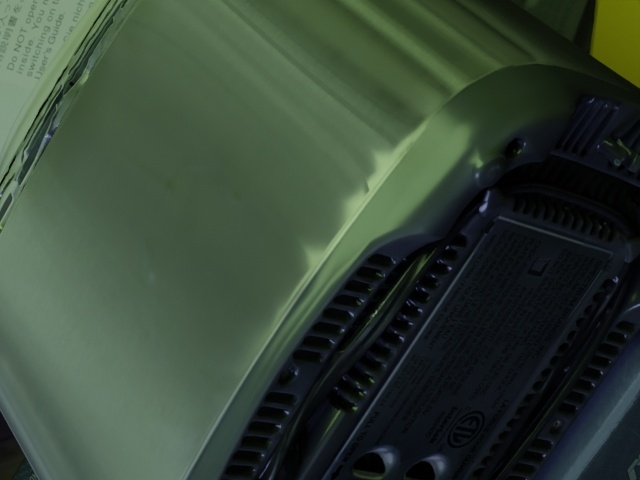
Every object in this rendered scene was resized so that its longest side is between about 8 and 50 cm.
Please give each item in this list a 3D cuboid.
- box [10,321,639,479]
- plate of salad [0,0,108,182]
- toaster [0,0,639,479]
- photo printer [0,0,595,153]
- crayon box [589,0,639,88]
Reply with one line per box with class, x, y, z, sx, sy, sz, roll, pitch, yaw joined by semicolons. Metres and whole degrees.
box;0.006;0.066;0.654;0.183;0.059;0.233;48;113;34
plate of salad;-0.044;-0.057;0.659;0.048;0.200;0.200;40;102;4
toaster;0.000;0.000;0.547;0.146;0.129;0.227;45;110;38
photo printer;-0.039;-0.097;0.839;0.307;0.107;0.256;19;87;40
crayon box;0.239;-0.012;0.568;0.363;0.106;0.313;-6;72;47
